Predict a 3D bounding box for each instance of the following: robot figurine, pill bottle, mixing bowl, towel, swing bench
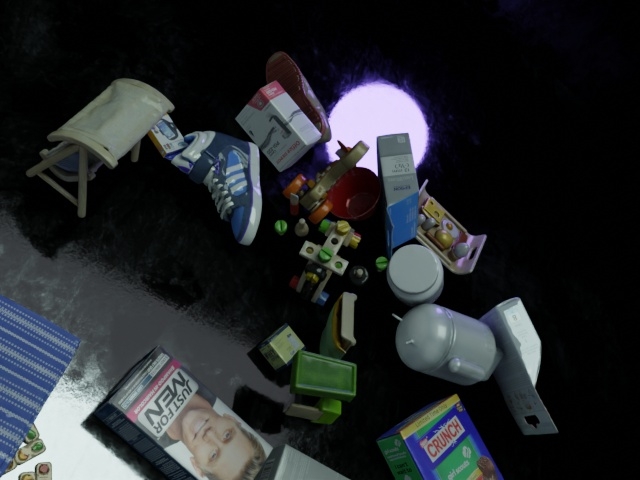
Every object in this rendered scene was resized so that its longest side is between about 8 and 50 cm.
[{"bbox_3d":[0.366,0.303,1.923,0.354,0.199,0.300,21,14,-27],"label":"robot figurine"},{"bbox_3d":[0.276,0.103,1.909,0.283,0.161,0.160,49,18,-74],"label":"pill bottle"},{"bbox_3d":[0.114,-0.128,2.040,0.098,0.182,0.181,51,29,-57],"label":"mixing bowl"},{"bbox_3d":[-0.642,0.265,1.261,0.243,0.040,0.336,34,40,-15],"label":"towel"},{"bbox_3d":[-0.512,-0.235,1.534,0.165,0.255,0.253,40,46,-11],"label":"swing bench"}]

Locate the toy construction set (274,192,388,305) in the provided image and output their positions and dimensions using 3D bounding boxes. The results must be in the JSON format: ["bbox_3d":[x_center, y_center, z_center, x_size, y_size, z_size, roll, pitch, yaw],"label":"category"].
[{"bbox_3d":[0.000,0.000,1.761,0.258,0.237,0.308,-35,76,-12],"label":"toy construction set"}]

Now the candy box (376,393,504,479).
[{"bbox_3d":[0.334,0.612,1.760,0.268,0.122,0.317,-18,75,-43],"label":"candy box"}]

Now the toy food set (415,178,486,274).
[{"bbox_3d":[0.435,-0.051,2.273,0.306,0.092,0.219,43,46,-8],"label":"toy food set"}]

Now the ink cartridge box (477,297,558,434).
[{"bbox_3d":[0.608,0.388,1.991,0.091,0.308,0.384,-21,74,-8],"label":"ink cartridge box"}]

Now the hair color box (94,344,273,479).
[{"bbox_3d":[-0.288,0.410,1.413,0.347,0.105,0.174,44,46,-8],"label":"hair color box"}]

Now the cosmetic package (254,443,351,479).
[{"bbox_3d":[-0.029,0.583,1.512,0.238,0.107,0.127,37,48,-18],"label":"cosmetic package"}]

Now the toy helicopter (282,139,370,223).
[{"bbox_3d":[0.053,-0.205,1.886,0.140,0.355,0.235,44,63,-7],"label":"toy helicopter"}]

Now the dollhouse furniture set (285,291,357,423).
[{"bbox_3d":[-0.010,0.283,1.666,0.152,0.197,0.301,13,52,-12],"label":"dollhouse furniture set"}]

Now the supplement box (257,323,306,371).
[{"bbox_3d":[-0.099,0.274,1.679,0.083,0.056,0.083,52,45,0],"label":"supplement box"}]

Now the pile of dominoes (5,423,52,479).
[{"bbox_3d":[-0.618,0.424,1.193,0.251,0.040,0.195,-25,80,-44],"label":"pile of dominoes"}]

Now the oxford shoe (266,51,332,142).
[{"bbox_3d":[-0.071,-0.456,2.142,0.130,0.123,0.348,12,51,-64],"label":"oxford shoe"}]

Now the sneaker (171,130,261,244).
[{"bbox_3d":[-0.288,-0.148,1.761,0.237,0.130,0.322,9,63,-23],"label":"sneaker"}]

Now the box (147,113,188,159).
[{"bbox_3d":[-0.423,-0.285,1.796,0.081,0.028,0.136,-31,83,-45],"label":"box"}]

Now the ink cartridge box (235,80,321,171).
[{"bbox_3d":[-0.127,-0.339,1.967,0.218,0.159,0.092,49,44,-2],"label":"ink cartridge box"}]

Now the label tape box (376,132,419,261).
[{"bbox_3d":[0.246,-0.123,2.045,0.115,0.249,0.347,-7,57,2],"label":"label tape box"}]
